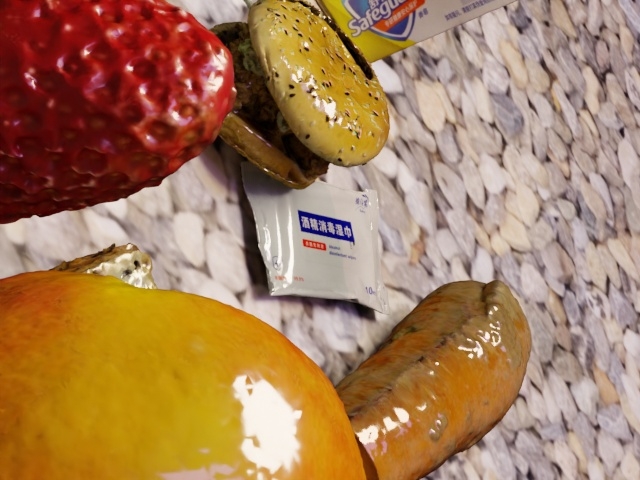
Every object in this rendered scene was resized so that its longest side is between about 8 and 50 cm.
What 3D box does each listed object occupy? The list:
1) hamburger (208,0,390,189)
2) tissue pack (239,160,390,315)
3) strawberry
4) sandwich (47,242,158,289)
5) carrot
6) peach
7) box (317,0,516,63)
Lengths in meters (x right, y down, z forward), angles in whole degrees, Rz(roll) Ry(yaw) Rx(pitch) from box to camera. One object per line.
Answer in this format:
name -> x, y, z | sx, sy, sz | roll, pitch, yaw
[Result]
hamburger -> -0.025, -0.138, 1.513 | 0.177, 0.113, 0.185 | -8, 74, -53
tissue pack -> 0.000, 0.000, 1.582 | 0.193, 0.026, 0.122 | 12, 67, -52
strawberry -> -0.168, -0.104, 1.185 | 0.205, 0.244, 0.205 | -26, 119, -61
sandwich -> -0.181, 0.161, 1.203 | 0.249, 0.095, 0.273 | -27, 100, -52
carrot -> 0.093, 0.140, 1.577 | 0.302, 0.139, 0.138 | -38, 108, -47
peach -> -0.146, 0.199, 0.988 | 0.306, 0.242, 0.380 | 26, 69, -34
box -> 0.140, -0.287, 1.688 | 0.097, 0.265, 0.168 | 54, 39, -22
